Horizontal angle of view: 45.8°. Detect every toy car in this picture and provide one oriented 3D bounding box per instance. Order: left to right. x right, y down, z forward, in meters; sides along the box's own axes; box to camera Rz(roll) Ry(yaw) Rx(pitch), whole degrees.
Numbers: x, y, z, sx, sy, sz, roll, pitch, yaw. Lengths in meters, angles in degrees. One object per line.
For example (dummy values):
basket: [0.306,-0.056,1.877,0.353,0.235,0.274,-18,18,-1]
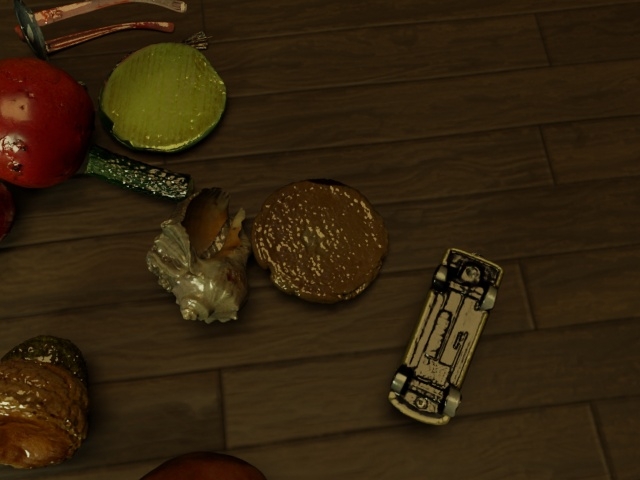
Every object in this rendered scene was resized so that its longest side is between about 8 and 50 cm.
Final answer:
toy car: [0.183,0.145,1.126,0.101,0.124,0.257,22,77,8]

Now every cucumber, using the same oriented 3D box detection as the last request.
cucumber: [-0.300,-0.105,1.257,0.187,0.058,0.058,18,68,7]

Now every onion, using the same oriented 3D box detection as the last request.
onion: [-0.544,-0.044,1.193,0.131,0.131,0.131,0,67,-1]

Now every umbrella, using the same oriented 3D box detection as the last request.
umbrella: [-0.237,-0.361,1.387,0.083,0.020,0.032,-16,107,-8]

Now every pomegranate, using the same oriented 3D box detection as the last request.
pomegranate: [-0.473,-0.192,1.218,0.210,0.210,0.235,-36,44,-15]

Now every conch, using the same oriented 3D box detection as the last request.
conch: [-0.172,0.016,1.151,0.162,0.178,0.245,10,44,13]

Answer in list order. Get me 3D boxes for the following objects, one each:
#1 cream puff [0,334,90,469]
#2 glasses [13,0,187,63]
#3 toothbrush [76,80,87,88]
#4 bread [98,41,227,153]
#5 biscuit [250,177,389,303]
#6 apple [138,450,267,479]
cream puff: [-0.408,0.212,1.076,0.183,0.183,0.169,0,45,-1]
glasses: [-0.382,-0.385,1.293,0.268,0.234,0.118,-23,97,-15]
toothbrush: [-0.559,-0.259,1.332,0.294,0.026,0.028,-3,66,-3]
bread: [-0.275,-0.247,1.329,0.228,0.033,0.229,0,66,1]
biscuit: [0.000,0.000,1.209,0.225,0.042,0.226,5,68,-12]
apple: [-0.151,0.384,0.971,0.229,0.230,0.230,0,67,-1]
